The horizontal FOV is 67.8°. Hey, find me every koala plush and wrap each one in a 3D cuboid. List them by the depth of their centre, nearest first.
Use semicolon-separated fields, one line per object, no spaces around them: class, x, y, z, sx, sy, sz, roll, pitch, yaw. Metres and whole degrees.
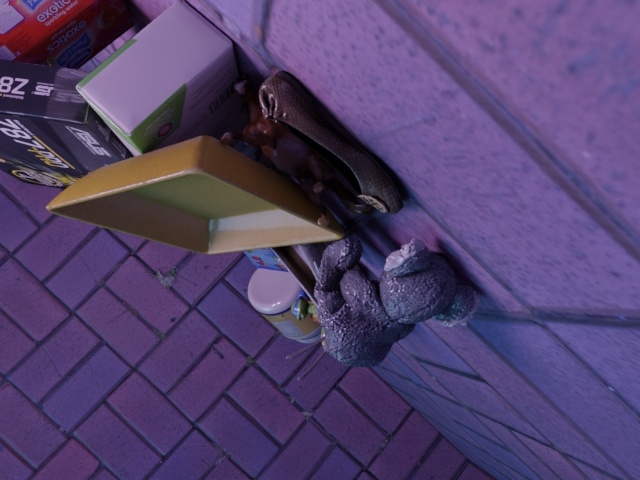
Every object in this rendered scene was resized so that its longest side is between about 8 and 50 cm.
koala plush;0.119;0.088;0.750;0.221;0.203;0.196;-27;119;38

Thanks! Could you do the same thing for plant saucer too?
plant saucer;-0.177;-0.060;0.744;0.332;0.081;0.332;-7;163;32

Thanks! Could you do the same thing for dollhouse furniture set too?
dollhouse furniture set;-0.105;-0.154;0.883;0.081;0.091;0.114;56;175;15

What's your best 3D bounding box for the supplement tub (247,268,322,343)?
supplement tub;-0.105;0.239;1.849;0.241;0.241;0.331;33;165;41

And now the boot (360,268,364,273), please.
boot;0.017;0.074;1.188;0.197;0.073;0.152;24;172;10

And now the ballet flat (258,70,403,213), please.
ballet flat;0.011;-0.119;0.639;0.250;0.058;0.084;45;169;-7

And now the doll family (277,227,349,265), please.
doll family;0.000;0.000;1.033;0.163;0.118;0.263;52;146;-12

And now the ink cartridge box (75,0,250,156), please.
ink cartridge box;-0.228;-0.206;0.775;0.115;0.198;0.273;41;168;7

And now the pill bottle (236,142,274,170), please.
pill bottle;-0.145;-0.140;0.993;0.169;0.094;0.094;49;167;-27

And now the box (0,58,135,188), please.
box;-0.489;-0.185;0.873;0.318;0.097;0.395;6;167;-1

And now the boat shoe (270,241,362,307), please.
boat shoe;-0.054;0.008;0.901;0.320;0.103;0.118;47;145;-1

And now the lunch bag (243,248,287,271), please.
lunch bag;-0.078;0.012;1.314;0.293;0.138;0.221;18;157;28

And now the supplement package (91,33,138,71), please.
supplement package;-0.334;-0.284;1.012;0.139;0.134;0.244;34;165;40

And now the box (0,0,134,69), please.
box;-0.480;-0.383;0.839;0.128;0.257;0.122;43;167;1

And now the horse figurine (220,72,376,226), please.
horse figurine;-0.039;-0.119;0.692;0.263;0.066;0.174;37;-157;-17

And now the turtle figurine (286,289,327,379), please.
turtle figurine;0.058;0.239;1.196;0.275;0.266;0.198;-89;-5;-52
